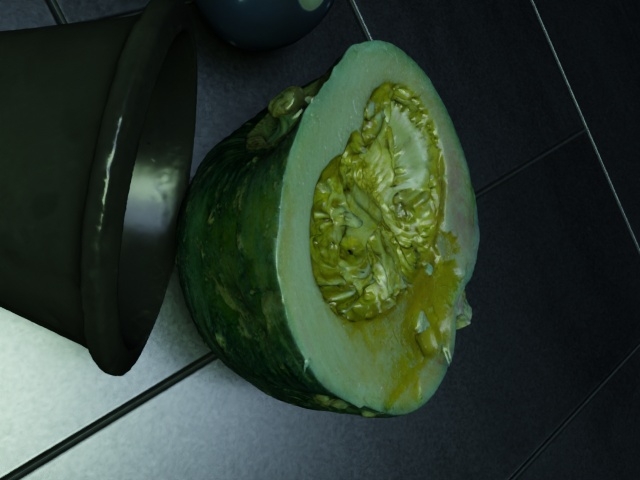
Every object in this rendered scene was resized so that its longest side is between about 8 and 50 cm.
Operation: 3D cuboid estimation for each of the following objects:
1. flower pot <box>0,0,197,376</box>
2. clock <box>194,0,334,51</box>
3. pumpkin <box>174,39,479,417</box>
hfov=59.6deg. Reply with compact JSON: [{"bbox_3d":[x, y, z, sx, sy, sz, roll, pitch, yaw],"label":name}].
[{"bbox_3d":[-0.190,-0.049,0.401,0.166,0.269,0.268,11,76,-8],"label":"flower pot"},{"bbox_3d":[-0.084,-0.304,0.542,0.199,0.146,0.243,-44,99,-22],"label":"clock"},{"bbox_3d":[0.000,0.000,0.510,0.263,0.197,0.292,48,55,-29],"label":"pumpkin"}]
